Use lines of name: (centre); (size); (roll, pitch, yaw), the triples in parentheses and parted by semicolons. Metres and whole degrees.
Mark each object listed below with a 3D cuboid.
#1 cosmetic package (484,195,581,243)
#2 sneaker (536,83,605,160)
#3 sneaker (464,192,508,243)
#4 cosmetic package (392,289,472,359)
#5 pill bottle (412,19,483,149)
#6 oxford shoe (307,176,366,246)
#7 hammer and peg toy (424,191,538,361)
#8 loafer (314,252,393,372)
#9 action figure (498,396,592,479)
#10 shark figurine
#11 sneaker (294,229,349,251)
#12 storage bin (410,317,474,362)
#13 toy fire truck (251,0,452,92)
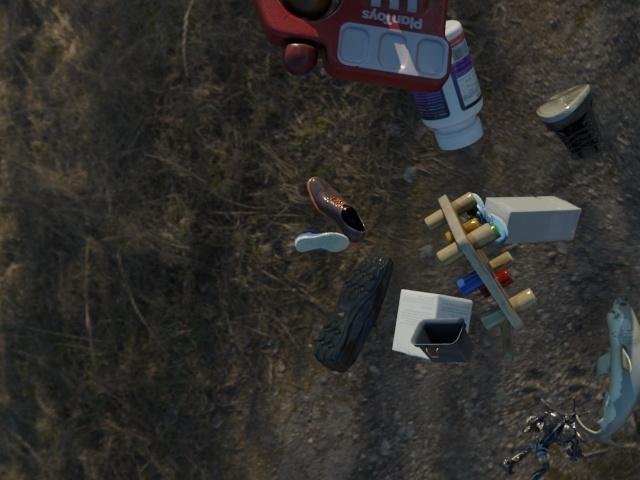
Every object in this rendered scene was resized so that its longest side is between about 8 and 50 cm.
cosmetic package: (0.584, -0.060, 1.795); (0.127, 0.238, 0.107); (-134, 48, -59)
sneaker: (0.414, -0.181, 1.030); (0.083, 0.222, 0.118); (-24, 96, 30)
sneaker: (0.418, -0.052, 1.676); (0.162, 0.073, 0.063); (49, 120, 16)
cosmetic package: (0.321, 0.246, 1.848); (0.151, 0.151, 0.184); (5, 84, 54)
pill bottle: (0.209, -0.255, 1.076); (0.108, 0.108, 0.193); (-7, 119, 32)
oxford shoe: (0.060, -0.111, 2.072); (0.271, 0.097, 0.098); (50, 153, 10)
hammer and peg toy: (0.379, 0.083, 1.418); (0.127, 0.266, 0.361); (-32, 109, 14)
loafer: (0.067, 0.126, 1.126); (0.076, 0.078, 0.223); (16, 73, 48)
action figure: (0.593, 0.523, 1.672); (0.276, 0.141, 0.164); (-51, 60, 12)
shark figurine: (0.524, 0.254, 1.075); (0.116, 0.166, 0.278); (6, 105, 5)
sneaker: (0.000, -0.001, 1.799); (0.152, 0.084, 0.058); (-5, 105, -8)
storage bin: (0.303, 0.255, 1.567); (0.135, 0.098, 0.091); (-10, 126, 43)
toy fire truck: (0.041, -0.346, 0.899); (0.302, 0.169, 0.254); (6, 81, -8)
